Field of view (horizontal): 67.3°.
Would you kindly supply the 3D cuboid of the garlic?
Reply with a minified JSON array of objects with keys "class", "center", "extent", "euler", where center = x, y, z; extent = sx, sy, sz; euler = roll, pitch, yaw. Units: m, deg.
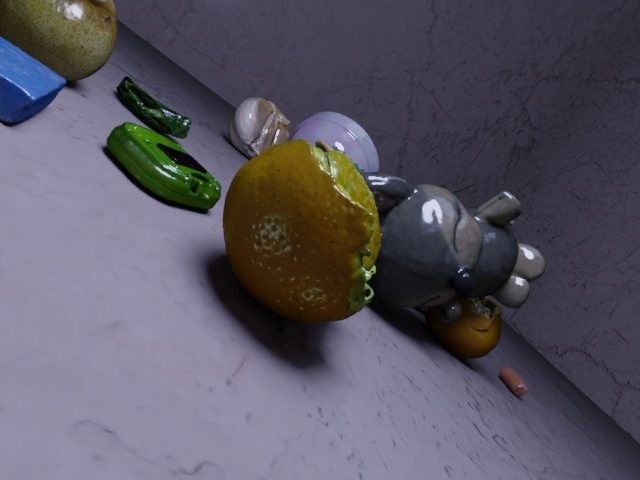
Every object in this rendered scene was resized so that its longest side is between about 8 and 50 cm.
[{"class":"garlic","center":[-0.190,-0.305,1.383],"extent":[0.142,0.178,0.229],"euler":[10,-22,23]}]

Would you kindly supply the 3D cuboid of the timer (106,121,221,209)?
[{"class":"timer","center":[-0.194,-0.094,0.615],"extent":[0.128,0.047,0.140],"euler":[43,10,19]}]

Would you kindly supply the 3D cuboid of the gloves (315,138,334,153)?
[{"class":"gloves","center":[-0.036,-0.114,0.992],"extent":[0.301,0.197,0.153],"euler":[-58,131,-64]}]

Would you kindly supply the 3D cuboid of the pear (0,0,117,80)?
[{"class":"pear","center":[-0.378,-0.315,0.687],"extent":[0.167,0.136,0.167],"euler":[45,23,-25]}]

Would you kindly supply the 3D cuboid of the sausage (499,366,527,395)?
[{"class":"sausage","center":[0.424,0.310,1.059],"extent":[0.034,0.034,0.083],"euler":[36,10,-14]}]

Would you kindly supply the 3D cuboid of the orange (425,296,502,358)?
[{"class":"orange","center":[0.294,0.161,0.977],"extent":[0.154,0.134,0.155],"euler":[38,2,-2]}]

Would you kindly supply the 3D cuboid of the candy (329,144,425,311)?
[{"class":"candy","center":[0.125,-0.026,1.168],"extent":[0.262,0.172,0.398],"euler":[25,29,-40]}]

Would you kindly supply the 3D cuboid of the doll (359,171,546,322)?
[{"class":"doll","center":[0.171,0.006,0.909],"extent":[0.382,0.253,0.378],"euler":[12,2,-26]}]

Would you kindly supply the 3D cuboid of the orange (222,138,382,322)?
[{"class":"orange","center":[-0.019,-0.013,0.505],"extent":[0.237,0.158,0.180],"euler":[-70,146,-74]}]

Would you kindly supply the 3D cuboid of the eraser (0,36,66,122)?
[{"class":"eraser","center":[-0.408,-0.223,0.442],"extent":[0.311,0.043,0.144],"euler":[34,12,-26]}]

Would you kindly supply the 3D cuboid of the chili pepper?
[{"class":"chili pepper","center":[-0.314,-0.245,0.871],"extent":[0.182,0.050,0.073],"euler":[38,16,15]}]

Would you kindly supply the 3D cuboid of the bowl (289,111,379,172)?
[{"class":"bowl","center":[0.010,-0.207,1.376],"extent":[0.287,0.287,0.144],"euler":[39,51,5]}]
